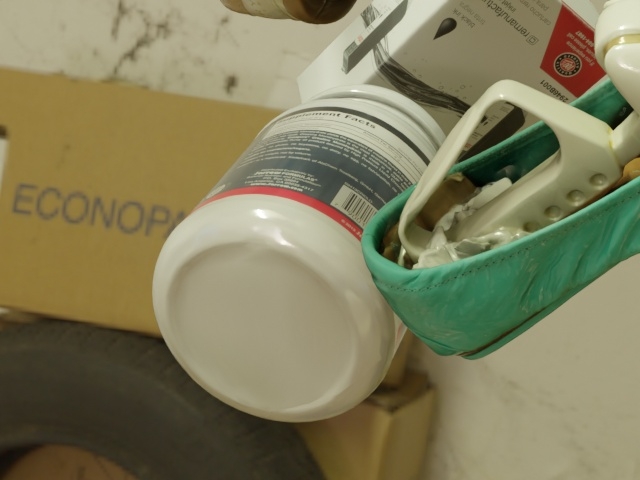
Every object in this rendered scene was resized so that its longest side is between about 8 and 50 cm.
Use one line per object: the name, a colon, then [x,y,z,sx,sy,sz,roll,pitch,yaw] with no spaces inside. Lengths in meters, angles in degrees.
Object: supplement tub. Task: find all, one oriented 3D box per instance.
supplement tub: [0.000,0.000,0.953,0.191,0.191,0.272,9,32,16]

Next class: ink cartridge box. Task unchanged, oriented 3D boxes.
ink cartridge box: [0.137,-0.176,1.212,0.197,0.273,0.114,32,30,-30]

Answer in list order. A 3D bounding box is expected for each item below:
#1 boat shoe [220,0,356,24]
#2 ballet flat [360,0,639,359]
boat shoe: [-0.011,-0.294,0.757,0.098,0.302,0.109,14,8,37]
ballet flat: [0.109,-0.037,0.433,0.087,0.247,0.083,37,35,-26]
